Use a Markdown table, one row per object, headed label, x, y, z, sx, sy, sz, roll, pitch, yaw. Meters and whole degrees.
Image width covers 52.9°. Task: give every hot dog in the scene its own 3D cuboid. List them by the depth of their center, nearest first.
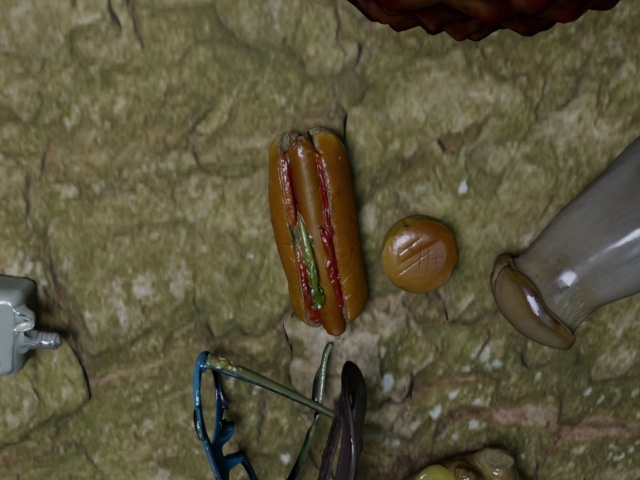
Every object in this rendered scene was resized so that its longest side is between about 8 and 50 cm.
| label | x | y | z | sx | sy | sz | roll | pitch | yaw |
| --- | --- | --- | --- | --- | --- | --- | --- | --- | --- |
| hot dog | 0.000 | 0.000 | 0.669 | 0.092 | 0.062 | 0.235 | -14 | 111 | -3 |

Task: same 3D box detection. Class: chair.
| label | x | y | z | sx | sy | sz | roll | pitch | yaw |
| --- | --- | --- | --- | --- | --- | --- | --- | --- | --- |
| chair | 0.053 | 0.310 | 0.645 | 0.183 | 0.175 | 0.326 | 20 | 97 | 5 |

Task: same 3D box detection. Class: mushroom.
| label | x | y | z | sx | sy | sz | roll | pitch | yaw |
| --- | --- | --- | --- | --- | --- | --- | --- | --- | --- |
| mushroom | 0.354 | -0.038 | 0.638 | 0.407 | 0.154 | 0.137 | -45 | 147 | 13 |

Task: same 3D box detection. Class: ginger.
| label | x | y | z | sx | sy | sz | roll | pitch | yaw |
| --- | --- | --- | --- | --- | --- | --- | --- | --- | --- |
| ginger | 0.150 | 0.327 | 0.775 | 0.216 | 0.102 | 0.157 | -28 | 133 | 3 |

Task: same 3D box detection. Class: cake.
| label | x | y | z | sx | sy | sz | roll | pitch | yaw |
| --- | --- | --- | --- | --- | --- | --- | --- | --- | --- |
| cake | 0.106 | 0.015 | 0.692 | 0.084 | 0.044 | 0.084 | -1 | 108 | -2 |

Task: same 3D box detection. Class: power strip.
| label | x | y | z | sx | sy | sz | roll | pitch | yaw |
| --- | --- | --- | --- | --- | --- | --- | --- | --- | --- |
| power strip | -0.439 | 0.077 | 0.667 | 0.338 | 0.058 | 0.098 | 8 | 108 | -6 |

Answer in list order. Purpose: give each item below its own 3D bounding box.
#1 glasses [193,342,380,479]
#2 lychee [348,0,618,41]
| label | x | y | z | sx | sy | sz | roll | pitch | yaw |
| --- | --- | --- | --- | --- | --- | --- | --- | --- | --- |
| glasses | -0.046 | 0.214 | 0.745 | 0.207 | 0.102 | 0.239 | -22 | 111 | -26 |
| lychee | 0.123 | -0.324 | 0.380 | 0.500 | 0.424 | 0.424 | 17 | 107 | -6 |
